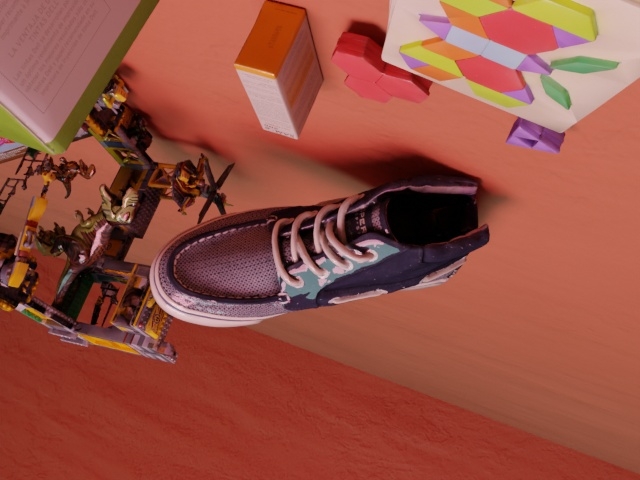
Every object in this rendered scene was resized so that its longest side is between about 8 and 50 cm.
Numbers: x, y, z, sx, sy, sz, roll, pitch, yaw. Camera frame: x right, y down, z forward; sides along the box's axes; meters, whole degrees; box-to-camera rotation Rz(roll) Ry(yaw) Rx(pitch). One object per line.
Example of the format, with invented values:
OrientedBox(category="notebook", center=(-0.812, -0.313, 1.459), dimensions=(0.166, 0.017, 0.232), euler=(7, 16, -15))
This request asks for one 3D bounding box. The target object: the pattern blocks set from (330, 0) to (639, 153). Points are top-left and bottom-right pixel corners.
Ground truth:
OrientedBox(category="pattern blocks set", center=(0.100, -0.117, 0.383), dimensions=(0.285, 0.026, 0.325), euler=(21, 173, 17))

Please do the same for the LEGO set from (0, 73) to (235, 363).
OrientedBox(category="LEGO set", center=(-0.217, -0.018, 0.765), dimensions=(0.192, 0.331, 0.255), euler=(7, 146, 23))

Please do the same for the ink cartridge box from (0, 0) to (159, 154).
OrientedBox(category="ink cartridge box", center=(-0.186, -0.194, 0.348), dimensions=(0.097, 0.189, 0.255), euler=(19, 162, 21))

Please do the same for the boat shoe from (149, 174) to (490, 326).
OrientedBox(category="boat shoe", center=(0.000, 0.000, 0.684), dimensions=(0.340, 0.127, 0.158), euler=(-10, 164, -13))

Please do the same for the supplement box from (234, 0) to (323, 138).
OrientedBox(category="supplement box", center=(-0.031, -0.134, 0.554), dimensions=(0.036, 0.062, 0.098), euler=(18, 163, 15))

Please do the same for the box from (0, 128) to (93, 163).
OrientedBox(category="box", center=(-0.446, -0.167, 0.850), dimensions=(0.293, 0.057, 0.201), euler=(-9, 155, 31))
